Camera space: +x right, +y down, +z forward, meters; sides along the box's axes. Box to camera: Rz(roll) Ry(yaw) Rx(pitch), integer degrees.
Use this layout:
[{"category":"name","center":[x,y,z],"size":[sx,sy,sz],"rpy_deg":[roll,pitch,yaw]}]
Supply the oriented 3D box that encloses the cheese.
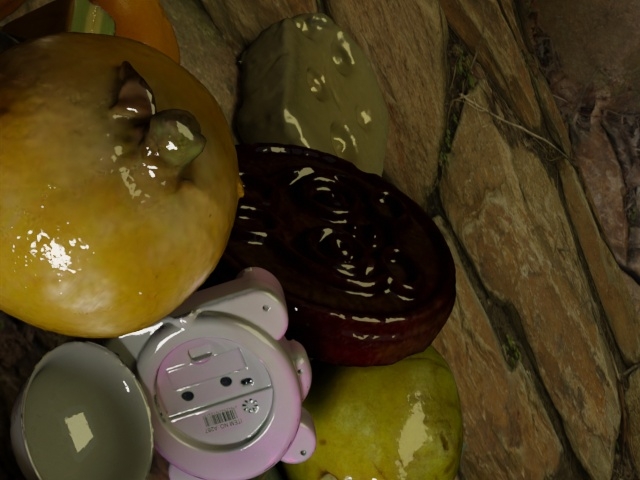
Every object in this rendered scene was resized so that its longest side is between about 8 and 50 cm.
[{"category":"cheese","center":[-0.011,-0.213,1.765],"size":[0.326,0.115,0.317],"rpy_deg":[-21,92,-59]}]

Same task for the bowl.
[{"category":"bowl","center":[-0.275,0.207,1.170],"size":[0.189,0.086,0.189],"rpy_deg":[35,46,-46]}]

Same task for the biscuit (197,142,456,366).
[{"category":"biscuit","center":[0.000,0.000,1.485],"size":[0.408,0.091,0.407],"rpy_deg":[16,37,-12]}]

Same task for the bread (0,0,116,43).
[{"category":"bread","center":[-0.317,-0.223,1.285],"size":[0.074,0.139,0.084],"rpy_deg":[36,50,-48]}]

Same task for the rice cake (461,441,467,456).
[{"category":"rice cake","center":[0.185,0.377,1.804],"size":[0.063,0.069,0.206],"rpy_deg":[59,31,-15]}]

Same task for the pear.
[{"category":"pear","center":[0.069,0.255,1.496],"size":[0.269,0.269,0.321],"rpy_deg":[55,13,-25]}]

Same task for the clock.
[{"category":"clock","center":[-0.123,0.173,1.295],"size":[0.090,0.228,0.247],"rpy_deg":[-102,174,-68]}]

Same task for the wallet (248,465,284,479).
[{"category":"wallet","center":[-0.033,0.484,1.404],"size":[0.360,0.083,0.252],"rpy_deg":[60,28,-15]}]

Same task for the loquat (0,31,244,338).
[{"category":"loquat","center":[-0.228,-0.066,1.135],"size":[0.328,0.359,0.328],"rpy_deg":[13,69,-38]}]

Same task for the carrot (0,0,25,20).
[{"category":"carrot","center":[-0.369,-0.316,1.343],"size":[0.043,0.043,0.248],"rpy_deg":[55,37,-25]}]

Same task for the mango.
[{"category":"mango","center":[-0.255,-0.272,1.437],"size":[0.145,0.112,0.219],"rpy_deg":[29,40,-47]}]
